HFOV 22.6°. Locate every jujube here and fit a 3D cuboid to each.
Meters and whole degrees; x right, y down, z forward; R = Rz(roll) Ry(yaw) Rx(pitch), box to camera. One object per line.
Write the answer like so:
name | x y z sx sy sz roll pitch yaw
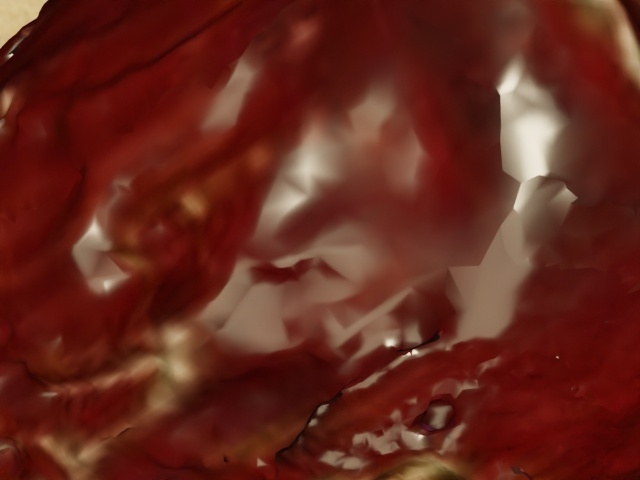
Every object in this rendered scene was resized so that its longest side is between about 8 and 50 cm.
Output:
jujube | 0.000 0.000 0.581 0.376 0.258 0.258 -24 107 20
